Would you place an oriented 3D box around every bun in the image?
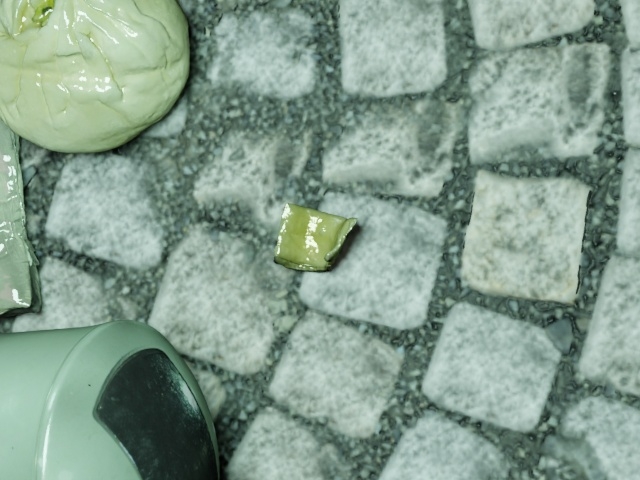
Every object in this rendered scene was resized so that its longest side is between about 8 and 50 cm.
[{"bbox_3d":[-0.243,-0.203,1.791,0.229,0.145,0.229,-6,72,19],"label":"bun"}]

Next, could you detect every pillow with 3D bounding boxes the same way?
[{"bbox_3d":[-0.361,-0.027,1.867,0.148,0.050,0.230,-11,76,14],"label":"pillow"}]

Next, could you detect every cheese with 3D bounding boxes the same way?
[{"bbox_3d":[0.002,0.000,1.719,0.084,0.041,0.060,6,78,38],"label":"cheese"}]

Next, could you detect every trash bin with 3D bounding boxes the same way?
[{"bbox_3d":[-0.305,0.217,1.694,0.432,0.280,0.280,-3,82,25],"label":"trash bin"}]
